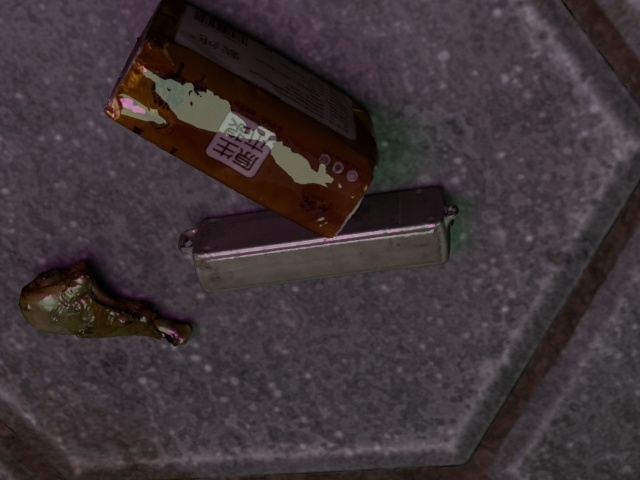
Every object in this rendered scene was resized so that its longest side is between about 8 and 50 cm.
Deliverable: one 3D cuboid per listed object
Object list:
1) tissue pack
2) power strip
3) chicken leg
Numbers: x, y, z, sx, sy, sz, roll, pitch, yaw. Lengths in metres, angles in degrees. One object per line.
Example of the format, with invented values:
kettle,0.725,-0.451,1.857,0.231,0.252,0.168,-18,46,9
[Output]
tissue pack,-0.063,-0.112,1.141,0.226,0.183,0.092,31,113,-14
power strip,0.000,0.000,1.260,0.272,0.078,0.052,-8,120,9
chicken leg,-0.213,0.071,1.325,0.178,0.070,0.093,20,137,-16
